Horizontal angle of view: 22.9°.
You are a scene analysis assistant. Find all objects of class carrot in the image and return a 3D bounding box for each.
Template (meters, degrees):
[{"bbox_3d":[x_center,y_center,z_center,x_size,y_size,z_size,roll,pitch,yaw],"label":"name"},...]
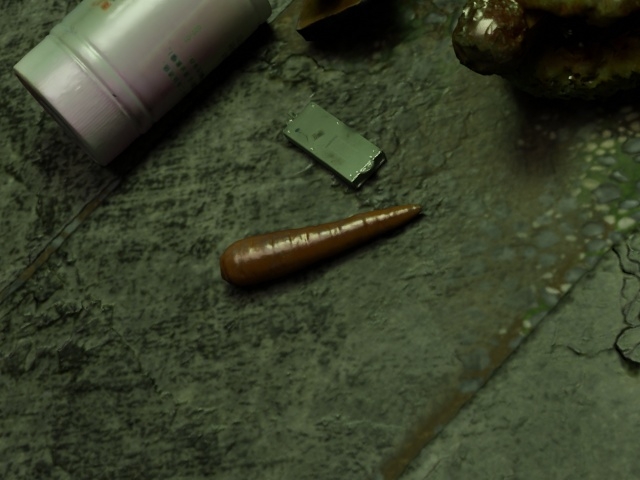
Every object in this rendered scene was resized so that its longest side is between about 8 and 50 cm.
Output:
[{"bbox_3d":[0.000,0.000,1.575,0.216,0.048,0.048,-17,55,8],"label":"carrot"}]

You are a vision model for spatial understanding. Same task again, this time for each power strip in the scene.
[{"bbox_3d":[0.010,-0.103,1.645,0.051,0.019,0.136,-48,54,-7],"label":"power strip"}]

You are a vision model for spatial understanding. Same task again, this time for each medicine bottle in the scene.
[{"bbox_3d":[-0.193,-0.217,1.724,0.254,0.152,0.152,-43,53,-7],"label":"medicine bottle"}]

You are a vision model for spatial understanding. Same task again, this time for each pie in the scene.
[{"bbox_3d":[0.338,-0.309,1.539,0.418,0.180,0.395,-5,58,12],"label":"pie"}]

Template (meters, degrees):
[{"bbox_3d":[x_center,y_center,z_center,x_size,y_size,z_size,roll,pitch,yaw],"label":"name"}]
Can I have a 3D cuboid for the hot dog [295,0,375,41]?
[{"bbox_3d":[0.058,-0.383,1.700,0.194,0.107,0.326,-15,43,50],"label":"hot dog"}]
